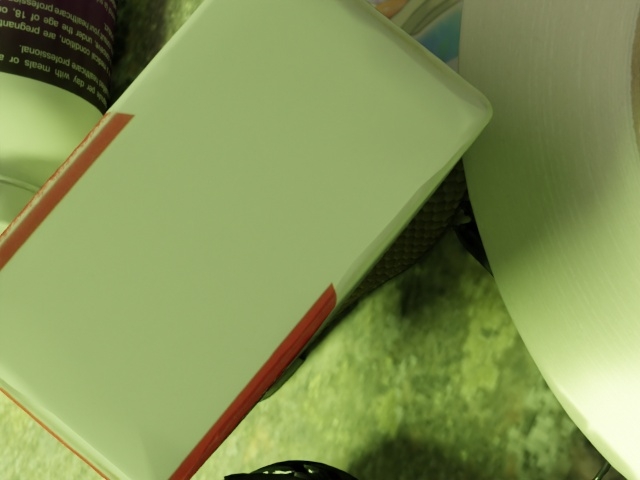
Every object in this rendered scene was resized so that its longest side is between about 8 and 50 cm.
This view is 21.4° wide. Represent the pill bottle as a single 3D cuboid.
[{"bbox_3d":[-0.228,-0.153,1.140,0.181,0.181,0.322,-14,67,45],"label":"pill bottle"}]

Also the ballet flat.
[{"bbox_3d":[0.000,0.000,0.932,0.250,0.058,0.084,-48,48,26],"label":"ballet flat"}]

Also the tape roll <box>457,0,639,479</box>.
[{"bbox_3d":[0.221,-0.058,0.620,0.392,0.072,0.392,4,96,43],"label":"tape roll"}]

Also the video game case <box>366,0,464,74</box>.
[{"bbox_3d":[0.157,-0.186,0.768,0.300,0.036,0.329,20,100,40],"label":"video game case"}]

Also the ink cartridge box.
[{"bbox_3d":[-0.044,0.003,0.745,0.197,0.114,0.273,-50,-2,-6],"label":"ink cartridge box"}]

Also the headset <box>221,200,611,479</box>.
[{"bbox_3d":[-0.032,0.148,0.791,0.394,0.243,0.185,-31,83,2],"label":"headset"}]
